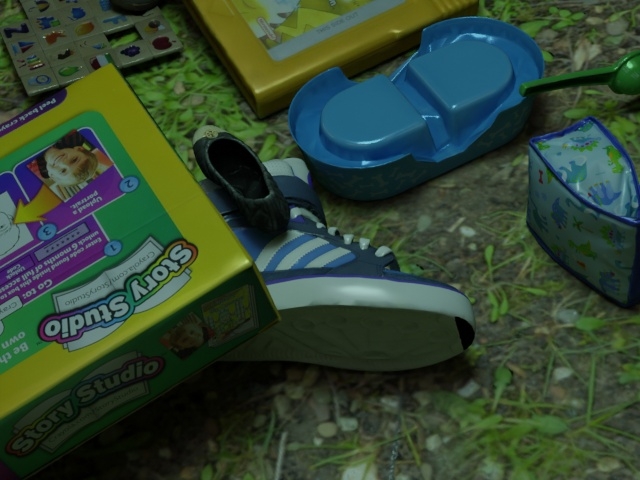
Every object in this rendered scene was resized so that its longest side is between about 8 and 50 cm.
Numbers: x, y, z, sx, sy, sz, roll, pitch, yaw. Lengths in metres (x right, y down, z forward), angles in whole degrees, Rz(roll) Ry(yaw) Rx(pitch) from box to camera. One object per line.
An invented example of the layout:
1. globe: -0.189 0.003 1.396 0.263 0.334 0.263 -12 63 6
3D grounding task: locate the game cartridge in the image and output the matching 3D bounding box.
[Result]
1. game cartridge: -0.003 -0.327 1.616 0.323 0.053 0.285 -28 65 -12

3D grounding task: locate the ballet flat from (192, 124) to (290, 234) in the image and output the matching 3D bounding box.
1. ballet flat: -0.077 -0.069 1.294 0.057 0.049 0.173 -25 45 -18

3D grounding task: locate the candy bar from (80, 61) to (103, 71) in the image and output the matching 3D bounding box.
1. candy bar: -0.262 -0.169 1.584 0.040 0.018 0.161 -17 49 -8

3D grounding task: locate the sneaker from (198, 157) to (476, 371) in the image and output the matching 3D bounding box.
1. sneaker: 0.000 0.000 1.321 0.322 0.130 0.236 -1 53 15

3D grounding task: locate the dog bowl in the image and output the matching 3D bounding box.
1. dog bowl: 0.110 -0.143 1.470 0.297 0.074 0.166 -26 50 -13

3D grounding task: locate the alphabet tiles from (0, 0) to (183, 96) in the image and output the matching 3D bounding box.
1. alphabet tiles: -0.304 -0.276 1.676 0.198 0.009 0.237 -20 45 -13

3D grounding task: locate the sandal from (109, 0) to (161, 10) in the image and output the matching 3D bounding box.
1. sandal: -0.203 -0.375 1.721 0.090 0.060 0.219 21 47 23

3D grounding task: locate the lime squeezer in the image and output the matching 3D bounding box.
1. lime squeezer: 0.368 -0.160 1.446 0.310 0.059 0.110 12 59 -2

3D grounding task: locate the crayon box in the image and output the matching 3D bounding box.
1. crayon box: -0.270 0.041 1.226 0.363 0.106 0.313 -31 54 -7

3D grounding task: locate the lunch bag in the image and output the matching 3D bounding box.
1. lunch bag: 0.274 -0.025 1.305 0.096 0.129 0.151 -21 49 -9
